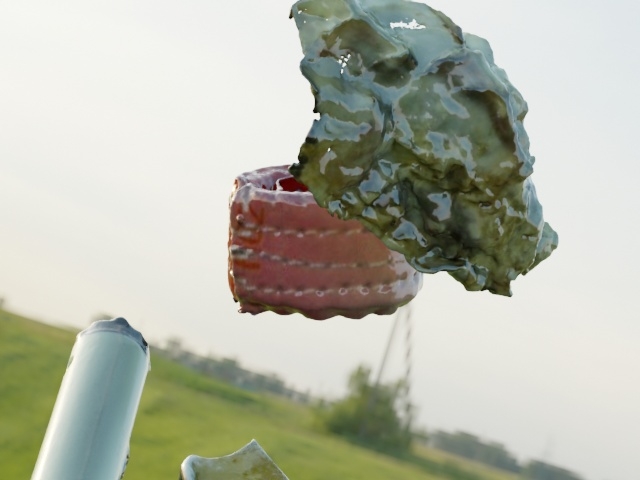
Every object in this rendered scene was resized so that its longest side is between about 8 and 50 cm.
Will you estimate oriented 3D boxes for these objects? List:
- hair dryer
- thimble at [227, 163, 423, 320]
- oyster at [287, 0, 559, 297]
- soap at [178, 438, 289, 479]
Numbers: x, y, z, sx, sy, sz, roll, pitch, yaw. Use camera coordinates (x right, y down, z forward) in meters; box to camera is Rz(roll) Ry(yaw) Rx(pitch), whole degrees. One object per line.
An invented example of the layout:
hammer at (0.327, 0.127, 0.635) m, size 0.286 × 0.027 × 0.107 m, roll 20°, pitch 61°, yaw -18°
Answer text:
hair dryer at (-0.165, 0.167, 1.172) m, size 0.203 × 0.128 × 0.362 m, roll 24°, pitch 33°, yaw -11°
thimble at (0.006, -0.001, 1.636) m, size 0.190 × 0.125 × 0.163 m, roll 1°, pitch 14°, yaw -3°
oyster at (0.108, -0.083, 1.447) m, size 0.107 × 0.201 × 0.354 m, roll 3°, pitch -23°, yaw 45°
soap at (-0.039, 0.372, 1.666) m, size 0.143 × 0.281 × 0.259 m, roll -23°, pitch 44°, yaw -22°
